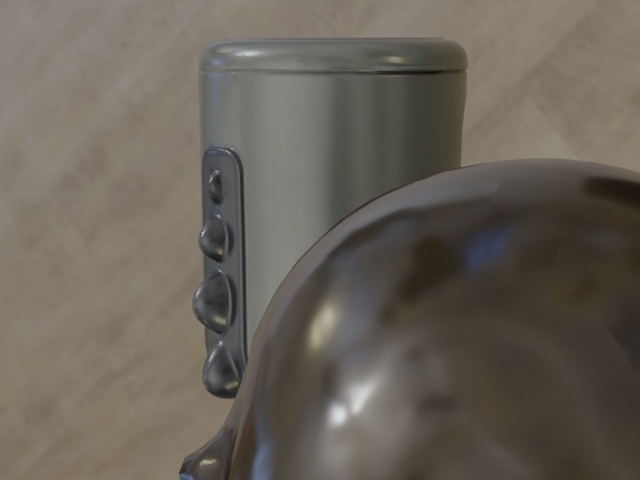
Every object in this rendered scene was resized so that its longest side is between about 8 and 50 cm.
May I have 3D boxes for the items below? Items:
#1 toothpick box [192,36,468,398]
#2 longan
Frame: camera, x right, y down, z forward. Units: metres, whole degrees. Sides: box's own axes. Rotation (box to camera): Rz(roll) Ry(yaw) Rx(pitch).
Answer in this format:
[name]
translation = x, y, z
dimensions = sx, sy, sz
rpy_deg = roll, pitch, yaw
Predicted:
[toothpick box]
translation = 0.000, 0.000, 1.369
dimensions = 0.229, 0.229, 0.316
rpy_deg = 5, 97, 34
[longan]
translation = 0.082, 0.109, 0.699
dimensions = 0.297, 0.297, 0.297
rpy_deg = -2, 86, 34
